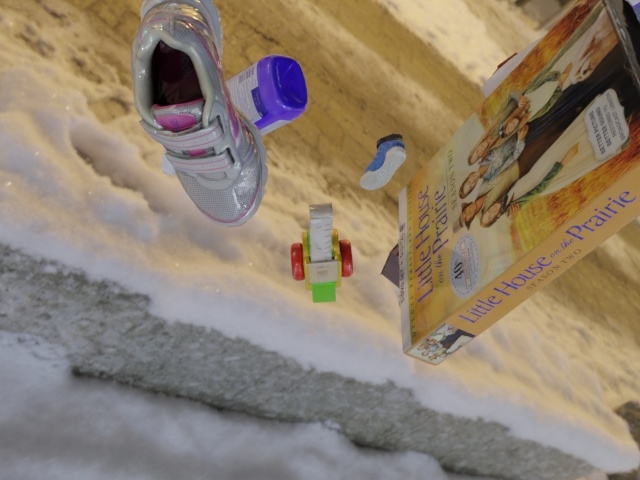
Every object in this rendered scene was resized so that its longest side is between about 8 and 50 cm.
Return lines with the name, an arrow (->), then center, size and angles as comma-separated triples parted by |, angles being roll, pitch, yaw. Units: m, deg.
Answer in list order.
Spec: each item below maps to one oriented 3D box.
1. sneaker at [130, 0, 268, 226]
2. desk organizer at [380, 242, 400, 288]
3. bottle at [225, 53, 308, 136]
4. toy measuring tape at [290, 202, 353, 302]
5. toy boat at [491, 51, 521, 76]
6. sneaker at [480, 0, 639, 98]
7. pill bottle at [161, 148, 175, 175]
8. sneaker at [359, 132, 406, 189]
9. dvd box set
sneaker -> -0.128, -0.116, 0.703 | 0.111, 0.103, 0.252 | -77, 152, -60
desk organizer -> 0.153, 0.042, 1.317 | 0.050, 0.130, 0.047 | 39, 71, 11
bottle -> -0.146, -0.238, 1.298 | 0.092, 0.283, 0.118 | -3, 78, -45
toy measuring tape -> 0.000, 0.000, 1.217 | 0.330, 0.122, 0.121 | 87, -12, -59
toy boat -> 0.522, -0.419, 1.828 | 0.231, 0.151, 0.151 | 30, 34, -46
sneaker -> 0.419, -0.211, 0.991 | 0.236, 0.323, 0.130 | 59, 23, -2
pill bottle -> -0.194, -0.131, 1.235 | 0.152, 0.086, 0.086 | 12, 36, 0
sneaker -> 0.145, -0.188, 1.652 | 0.058, 0.152, 0.084 | 21, 47, -20
dvd box set -> 0.238, -0.072, 0.881 | 0.062, 0.420, 0.307 | 23, 46, -19
